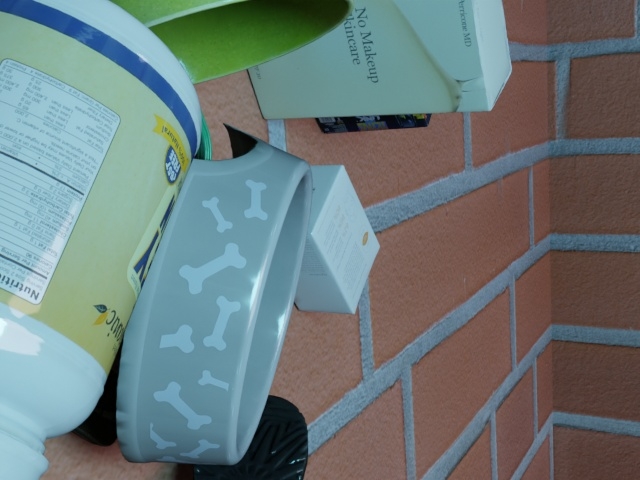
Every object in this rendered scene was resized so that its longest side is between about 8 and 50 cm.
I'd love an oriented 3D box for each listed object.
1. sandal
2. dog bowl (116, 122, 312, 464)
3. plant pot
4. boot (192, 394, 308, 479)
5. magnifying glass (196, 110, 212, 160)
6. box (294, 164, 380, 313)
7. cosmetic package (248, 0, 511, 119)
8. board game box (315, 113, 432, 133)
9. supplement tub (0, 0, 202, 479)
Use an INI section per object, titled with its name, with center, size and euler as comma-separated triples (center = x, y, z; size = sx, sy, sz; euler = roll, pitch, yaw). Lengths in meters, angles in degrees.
[sandal]
center = -0.235, 0.123, 0.776
size = 0.219, 0.060, 0.090
euler = 73, 37, -58
[dog bowl]
center = -0.091, 0.060, 0.842
size = 0.349, 0.102, 0.349
euler = 14, 90, -86
[plant pot]
center = -0.142, -0.308, 0.746
size = 0.274, 0.274, 0.294
euler = -19, 93, -60
[boot]
center = -0.088, 0.374, 0.967
size = 0.348, 0.131, 0.260
euler = -87, -179, -57
[magnifying glass]
center = -0.160, -0.164, 0.933
size = 0.092, 0.026, 0.231
euler = -22, 112, -60
[box]
center = 0.000, 0.000, 1.166
size = 0.170, 0.091, 0.130
euler = 63, 39, -41
[cosmetic package]
center = 0.063, -0.245, 1.038
size = 0.113, 0.309, 0.160
euler = -55, 138, -44
[board game box]
center = 0.090, -0.226, 1.240
size = 0.048, 0.170, 0.141
euler = 59, 43, -43
[supplement tub]
center = -0.232, 0.000, 0.583
size = 0.228, 0.228, 0.316
euler = 52, 48, -50
